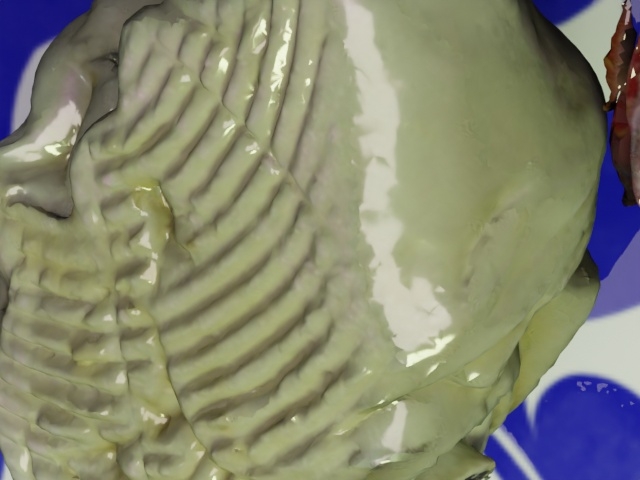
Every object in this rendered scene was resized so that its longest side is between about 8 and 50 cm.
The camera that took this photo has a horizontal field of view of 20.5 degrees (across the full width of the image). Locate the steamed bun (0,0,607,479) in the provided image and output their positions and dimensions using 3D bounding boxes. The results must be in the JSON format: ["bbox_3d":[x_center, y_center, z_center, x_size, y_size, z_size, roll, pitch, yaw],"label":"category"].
[{"bbox_3d":[0.000,0.000,0.775,0.320,0.206,0.275,-25,83,44],"label":"steamed bun"}]

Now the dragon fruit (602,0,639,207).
[{"bbox_3d":[0.289,-0.085,0.648,0.296,0.263,0.314,37,132,12],"label":"dragon fruit"}]
